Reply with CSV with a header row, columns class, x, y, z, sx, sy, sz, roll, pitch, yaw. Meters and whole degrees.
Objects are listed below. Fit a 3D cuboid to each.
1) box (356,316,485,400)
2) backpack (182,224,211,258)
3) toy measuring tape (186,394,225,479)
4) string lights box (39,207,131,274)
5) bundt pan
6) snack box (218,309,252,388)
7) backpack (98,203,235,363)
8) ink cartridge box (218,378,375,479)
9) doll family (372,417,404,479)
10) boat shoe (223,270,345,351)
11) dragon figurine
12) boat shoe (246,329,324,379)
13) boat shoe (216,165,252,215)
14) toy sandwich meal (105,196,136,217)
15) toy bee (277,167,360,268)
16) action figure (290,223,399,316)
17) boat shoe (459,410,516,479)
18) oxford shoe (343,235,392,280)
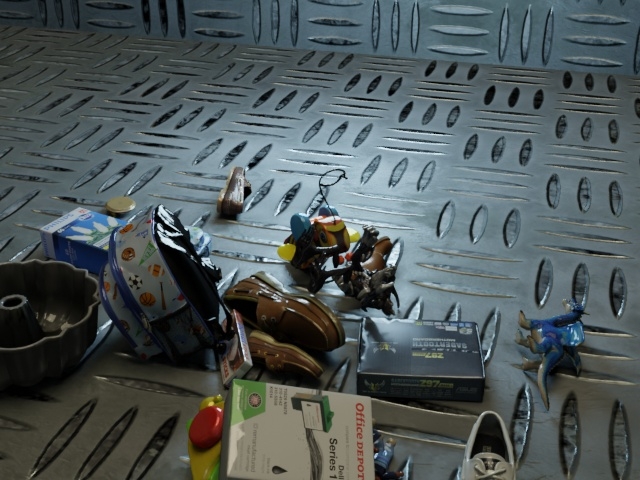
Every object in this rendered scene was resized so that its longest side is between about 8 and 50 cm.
class,x,y,z,sx,sy,sz,roll,pitch,yaw
box,0.185,0.219,1.629,0.232,0.059,0.183,2,29,5
backpack,-0.303,0.013,1.987,0.105,0.084,0.114,9,27,12
toy measuring tape,-0.134,0.347,1.329,0.121,0.121,0.330,-7,33,-13
string lights box,-0.503,0.009,2.001,0.259,0.077,0.133,16,33,27
bundt pan,-0.580,0.167,1.658,0.330,0.124,0.331,0,29,0
snack box,-0.167,0.204,1.656,0.022,0.064,0.178,34,16,-26
backpack,-0.308,0.078,1.678,0.213,0.263,0.276,-23,30,-2
ink cartridge box,-0.034,0.305,1.283,0.219,0.093,0.160,9,51,-12
doll family,0.042,0.336,1.398,0.193,0.076,0.111,8,24,9
boat shoe,-0.077,0.157,1.711,0.104,0.111,0.307,-25,28,-31
dragon figurine,0.453,0.199,1.638,0.144,0.085,0.289,0,27,2
boat shoe,-0.072,0.226,1.626,0.178,0.064,0.060,18,64,33
boat shoe,-0.215,-0.127,2.268,0.073,0.073,0.207,4,36,4
toy sandwich meal,-0.515,-0.085,2.232,0.085,0.029,0.086,3,32,-2
toy bee,0.000,0.000,1.886,0.195,0.298,0.162,-23,70,-8
action figure,0.083,0.061,1.741,0.275,0.141,0.164,18,32,-41
boat shoe,0.252,0.363,1.332,0.095,0.084,0.258,3,28,4
oxford shoe,0.114,0.059,1.939,0.076,0.076,0.212,37,40,10
